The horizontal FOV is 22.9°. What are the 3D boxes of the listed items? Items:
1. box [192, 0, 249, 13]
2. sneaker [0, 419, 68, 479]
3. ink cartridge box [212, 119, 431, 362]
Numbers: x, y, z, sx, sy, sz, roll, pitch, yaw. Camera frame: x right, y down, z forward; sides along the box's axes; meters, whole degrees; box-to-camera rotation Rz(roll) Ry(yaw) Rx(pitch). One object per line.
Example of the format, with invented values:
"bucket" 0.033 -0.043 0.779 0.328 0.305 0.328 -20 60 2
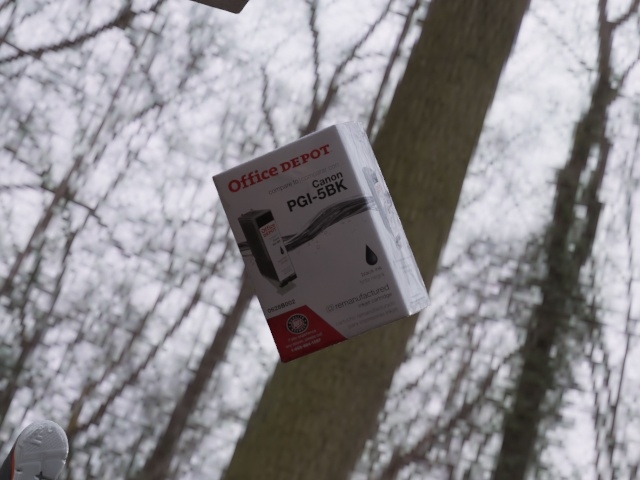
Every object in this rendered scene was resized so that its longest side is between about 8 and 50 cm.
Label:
"box" -0.162 -0.287 0.799 0.345 0.215 0.168 14 -34 -24
"sneaker" -0.275 0.238 1.433 0.061 0.158 0.065 28 -11 -19
"ink cartridge box" 0.000 0.000 1.046 0.099 0.056 0.135 -22 -92 20
